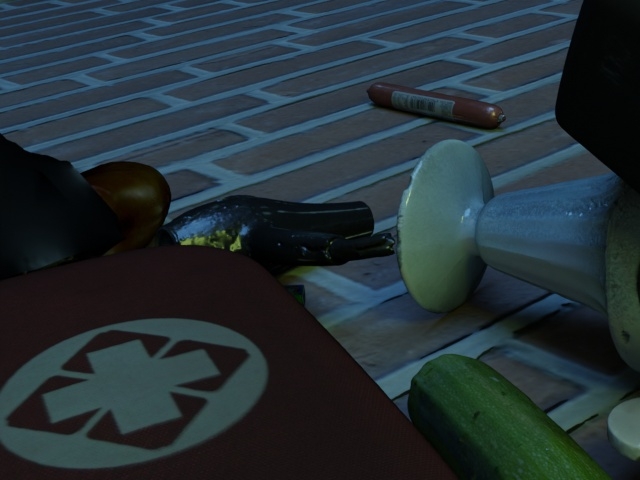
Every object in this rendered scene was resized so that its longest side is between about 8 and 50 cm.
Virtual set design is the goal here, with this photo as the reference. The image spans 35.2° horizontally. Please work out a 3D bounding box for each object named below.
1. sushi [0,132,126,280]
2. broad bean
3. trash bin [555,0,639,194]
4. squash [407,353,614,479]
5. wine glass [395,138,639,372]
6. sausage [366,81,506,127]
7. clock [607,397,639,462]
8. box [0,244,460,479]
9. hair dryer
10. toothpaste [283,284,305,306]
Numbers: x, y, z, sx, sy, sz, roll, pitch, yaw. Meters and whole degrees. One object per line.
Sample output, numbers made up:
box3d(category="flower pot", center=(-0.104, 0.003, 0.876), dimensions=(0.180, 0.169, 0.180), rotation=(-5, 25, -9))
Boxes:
box3d(category="sushi", center=(-0.278, 0.002, 0.766), dimensions=(0.172, 0.150, 0.153), rotation=(47, 32, 13))
box3d(category="broad bean", center=(-0.190, -0.027, 0.893), dimensions=(0.114, 0.084, 0.165), rotation=(1, 18, -9))
box3d(category="trash bin", center=(0.279, -0.057, 0.488), dimensions=(0.209, 0.182, 0.290), rotation=(-38, 65, -19))
box3d(category="squash", center=(0.105, 0.123, 0.510), dimensions=(0.066, 0.066, 0.229), rotation=(-12, 23, -14))
box3d(category="wine glass", center=(0.165, 0.001, 0.677), dimensions=(0.196, 0.165, 0.165), rotation=(5, 24, 42))
box3d(category="sausage", center=(0.132, -0.162, 1.197), dimensions=(0.029, 0.029, 0.223), rotation=(-23, 29, -35))
box3d(category="clock", center=(0.243, 0.128, 0.473), dimensions=(0.229, 0.063, 0.155), rotation=(11, 31, 39))
box3d(category="box", center=(-0.089, 0.117, 0.509), dimensions=(0.263, 0.108, 0.404), rotation=(-15, 26, -19))
box3d(category="hair dryer", center=(0.000, 0.000, 0.765), dimensions=(0.195, 0.075, 0.219), rotation=(-10, 8, -32))
box3d(category="toothpaste", center=(-0.054, 0.047, 0.776), dimensions=(0.083, 0.017, 0.020), rotation=(-3, 24, 6))
